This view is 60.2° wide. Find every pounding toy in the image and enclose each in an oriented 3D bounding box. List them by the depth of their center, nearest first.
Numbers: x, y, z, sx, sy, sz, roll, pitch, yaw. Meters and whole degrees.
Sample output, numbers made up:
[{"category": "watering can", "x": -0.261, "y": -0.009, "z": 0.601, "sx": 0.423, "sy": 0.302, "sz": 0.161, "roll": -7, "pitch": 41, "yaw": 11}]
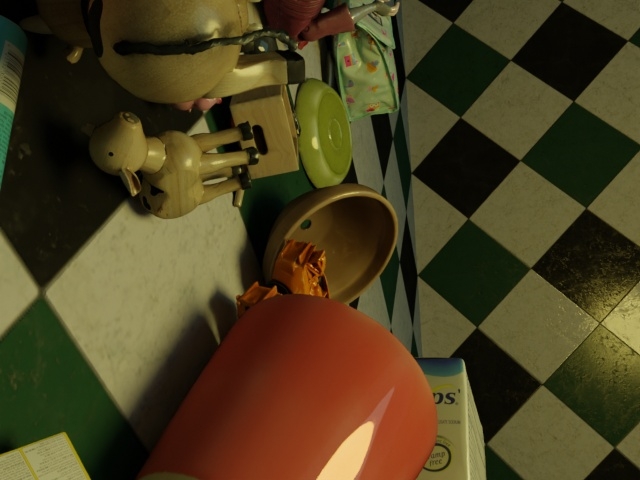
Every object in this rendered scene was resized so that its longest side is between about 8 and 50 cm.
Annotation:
[{"category": "pounding toy", "x": -0.087, "y": -0.145, "z": 0.789, "sx": 0.130, "sy": 0.100, "sz": 0.141, "roll": -95, "pitch": 173, "yaw": -58}]

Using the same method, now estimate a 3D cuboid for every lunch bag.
[{"category": "lunch bag", "x": 0.102, "y": -0.466, "z": 1.339, "sx": 0.223, "sy": 0.160, "sz": 0.262, "roll": -87, "pitch": 162, "yaw": -44}]

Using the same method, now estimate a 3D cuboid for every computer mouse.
[{"category": "computer mouse", "x": -0.069, "y": -0.263, "z": 0.940, "sx": 0.242, "sy": 0.041, "sz": 0.071, "roll": 60, "pitch": 29, "yaw": -55}]

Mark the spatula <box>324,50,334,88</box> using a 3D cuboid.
[{"category": "spatula", "x": 0.029, "y": -0.289, "z": 1.279, "sx": 0.084, "sy": 0.030, "sz": 0.296, "roll": -16, "pitch": 100, "yaw": -68}]

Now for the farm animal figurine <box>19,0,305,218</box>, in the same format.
[{"category": "farm animal figurine", "x": -0.140, "y": -0.159, "z": 0.444, "sx": 0.327, "sy": 0.172, "sz": 0.330, "roll": 25, "pitch": -51, "yaw": 61}]

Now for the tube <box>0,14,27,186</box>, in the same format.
[{"category": "tube", "x": -0.232, "y": -0.043, "z": 0.349, "sx": 0.080, "sy": 0.052, "sz": 0.207, "roll": 29, "pitch": 62, "yaw": -64}]

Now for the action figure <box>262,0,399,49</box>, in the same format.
[{"category": "action figure", "x": -0.028, "y": -0.396, "z": 0.862, "sx": 0.275, "sy": 0.248, "sz": 0.370, "roll": -53, "pitch": 175, "yaw": -16}]

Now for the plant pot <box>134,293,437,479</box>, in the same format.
[{"category": "plant pot", "x": -0.041, "y": 0.227, "z": 0.562, "sx": 0.243, "sy": 0.275, "sz": 0.274, "roll": -43, "pitch": 127, "yaw": -57}]

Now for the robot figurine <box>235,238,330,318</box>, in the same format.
[{"category": "robot figurine", "x": -0.038, "y": 0.158, "z": 0.788, "sx": 0.211, "sy": 0.085, "sz": 0.291, "roll": -51, "pitch": 142, "yaw": -47}]

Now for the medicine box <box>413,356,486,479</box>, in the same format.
[{"category": "medicine box", "x": 0.160, "y": 0.361, "z": 0.816, "sx": 0.263, "sy": 0.149, "sz": 0.289, "roll": 63, "pitch": 27, "yaw": -47}]

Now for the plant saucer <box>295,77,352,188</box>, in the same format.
[{"category": "plant saucer", "x": 0.018, "y": -0.223, "z": 1.162, "sx": 0.241, "sy": 0.037, "sz": 0.240, "roll": -4, "pitch": 90, "yaw": -66}]

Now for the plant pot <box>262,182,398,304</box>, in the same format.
[{"category": "plant pot", "x": 0.000, "y": 0.000, "z": 0.892, "sx": 0.110, "sy": 0.237, "sz": 0.237, "roll": 45, "pitch": -15, "yaw": 43}]

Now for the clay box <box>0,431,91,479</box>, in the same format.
[{"category": "clay box", "x": -0.157, "y": 0.233, "z": 0.315, "sx": 0.222, "sy": 0.053, "sz": 0.127, "roll": 55, "pitch": 13, "yaw": 14}]
